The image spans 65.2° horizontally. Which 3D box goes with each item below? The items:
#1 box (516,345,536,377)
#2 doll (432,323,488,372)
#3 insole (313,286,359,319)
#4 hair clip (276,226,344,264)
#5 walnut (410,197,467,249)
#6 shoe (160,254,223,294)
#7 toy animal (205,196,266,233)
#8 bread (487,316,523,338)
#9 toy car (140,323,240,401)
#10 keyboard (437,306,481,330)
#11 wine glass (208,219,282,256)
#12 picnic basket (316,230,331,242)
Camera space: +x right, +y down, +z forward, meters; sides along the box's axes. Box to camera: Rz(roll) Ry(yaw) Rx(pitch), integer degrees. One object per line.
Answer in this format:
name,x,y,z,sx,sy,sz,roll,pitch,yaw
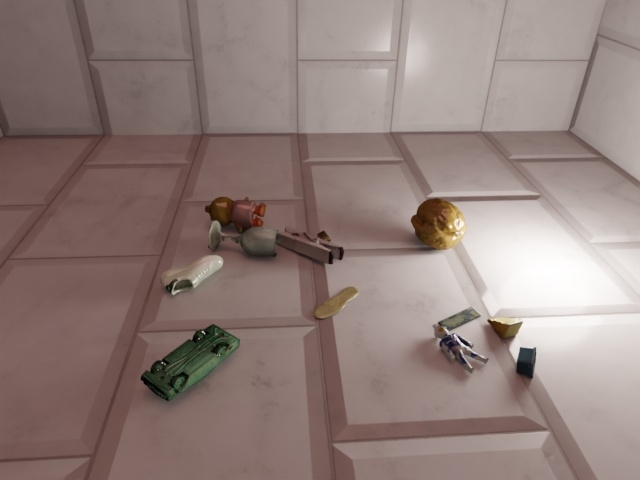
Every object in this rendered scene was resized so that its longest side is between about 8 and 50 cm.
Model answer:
box,0.698,0.409,1.697,0.054,0.074,0.099,3,30,29
doll,0.472,0.368,1.763,0.114,0.057,0.227,-24,42,-28
insole,0.067,0.244,1.982,0.081,0.011,0.248,25,39,33
hair clip,-0.053,0.018,2.262,0.331,0.085,0.101,22,36,32
walnut,0.542,-0.079,2.306,0.257,0.224,0.257,4,25,-2
shoe,-0.512,0.149,2.048,0.265,0.095,0.110,-20,44,-21
toy animal,-0.419,-0.132,2.418,0.281,0.169,0.195,5,68,11
bread,0.686,0.298,1.855,0.084,0.080,0.109,-8,36,-18
toy car,-0.416,0.400,1.644,0.141,0.097,0.321,22,37,28
keyboard,0.532,0.299,1.911,0.176,0.014,0.055,-18,40,-26
wine glass,-0.338,-0.004,2.240,0.321,0.143,0.143,9,34,11
picnic basket,0.000,0.000,2.326,0.083,0.072,0.072,-35,37,3
